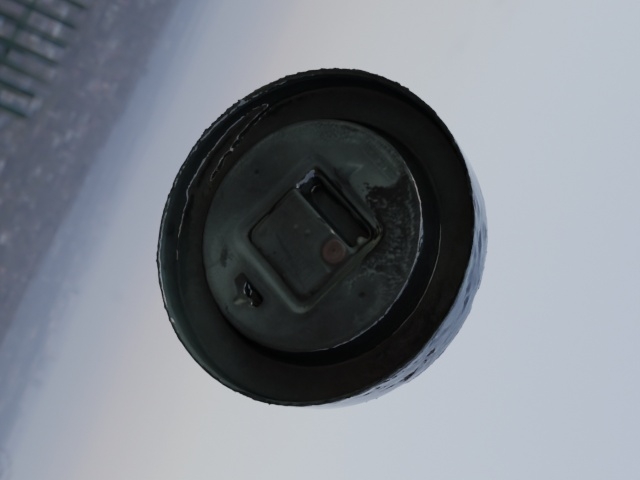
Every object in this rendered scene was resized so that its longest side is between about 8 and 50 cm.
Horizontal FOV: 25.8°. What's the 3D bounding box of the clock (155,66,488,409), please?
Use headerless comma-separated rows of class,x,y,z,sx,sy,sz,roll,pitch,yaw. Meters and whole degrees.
clock,0.000,0.000,0.874,0.042,0.215,0.215,32,80,-62
